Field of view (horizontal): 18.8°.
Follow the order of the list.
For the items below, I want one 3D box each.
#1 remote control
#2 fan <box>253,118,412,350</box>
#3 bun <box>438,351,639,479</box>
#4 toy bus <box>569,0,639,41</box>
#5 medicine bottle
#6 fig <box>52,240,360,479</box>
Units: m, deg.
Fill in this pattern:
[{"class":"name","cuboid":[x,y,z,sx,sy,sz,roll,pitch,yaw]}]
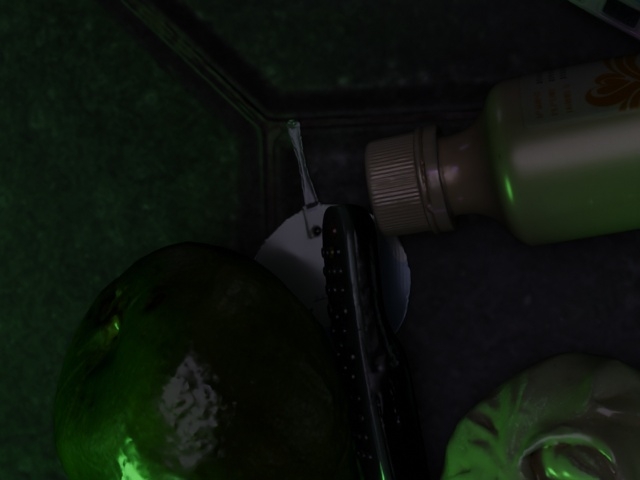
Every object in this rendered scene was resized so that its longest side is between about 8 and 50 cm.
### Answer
[{"class":"remote control","cuboid":[0.035,0.084,1.294,0.042,0.072,0.222,-11,92,-13]},{"class":"fan","cuboid":[0.000,0.000,1.340,0.113,0.005,0.175,-14,84,8]},{"class":"bun","cuboid":[0.165,0.164,1.255,0.183,0.102,0.183,0,89,9]},{"class":"toy bus","cuboid":[0.206,-0.178,1.282,0.123,0.060,0.075,30,133,10]},{"class":"medicine bottle","cuboid":[0.156,-0.055,1.263,0.252,0.114,0.114,-11,85,11]},{"class":"fig","cuboid":[-0.044,0.122,1.279,0.235,0.203,0.203,28,92,-23]}]
